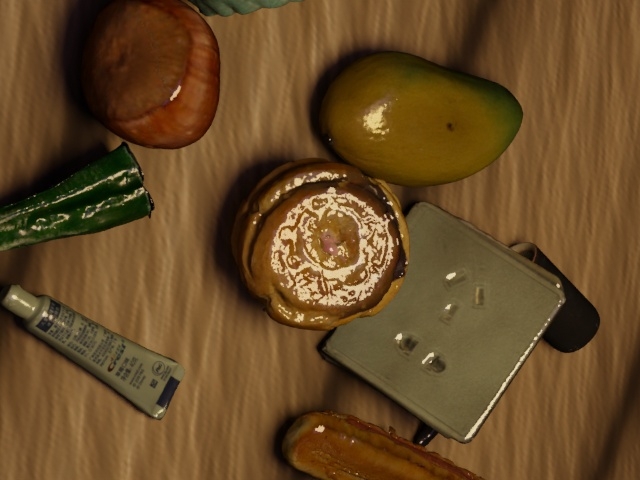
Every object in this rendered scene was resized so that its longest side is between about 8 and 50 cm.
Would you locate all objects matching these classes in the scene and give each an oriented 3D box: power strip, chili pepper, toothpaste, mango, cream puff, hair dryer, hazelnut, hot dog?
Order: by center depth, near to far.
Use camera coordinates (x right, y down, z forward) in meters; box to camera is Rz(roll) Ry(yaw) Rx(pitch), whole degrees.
[{"bbox_3d":[-0.275,-0.017,1.587,0.227,0.059,0.088,-23,129,-17],"label":"chili pepper"},{"bbox_3d":[-0.152,-0.162,1.593,0.150,0.150,0.150,-3,96,-27],"label":"hazelnut"},{"bbox_3d":[-0.226,0.104,1.631,0.216,0.037,0.062,35,78,-29],"label":"toothpaste"},{"bbox_3d":[0.000,0.000,1.686,0.189,0.129,0.189,-2,97,-18],"label":"cream puff"},{"bbox_3d":[0.108,-0.121,1.752,0.237,0.091,0.137,14,94,-27],"label":"mango"},{"bbox_3d":[0.130,0.088,1.780,0.198,0.064,0.213,34,79,11],"label":"power strip"},{"bbox_3d":[0.080,0.252,1.783,0.286,0.061,0.088,32,106,-29],"label":"hot dog"},{"bbox_3d":[0.197,0.137,1.844,0.128,0.070,0.255,41,83,-25],"label":"hair dryer"}]

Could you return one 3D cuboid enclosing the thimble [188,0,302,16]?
[{"bbox_3d":[-0.038,-0.305,1.603,0.235,0.198,0.143,-15,102,-15],"label":"thimble"}]
